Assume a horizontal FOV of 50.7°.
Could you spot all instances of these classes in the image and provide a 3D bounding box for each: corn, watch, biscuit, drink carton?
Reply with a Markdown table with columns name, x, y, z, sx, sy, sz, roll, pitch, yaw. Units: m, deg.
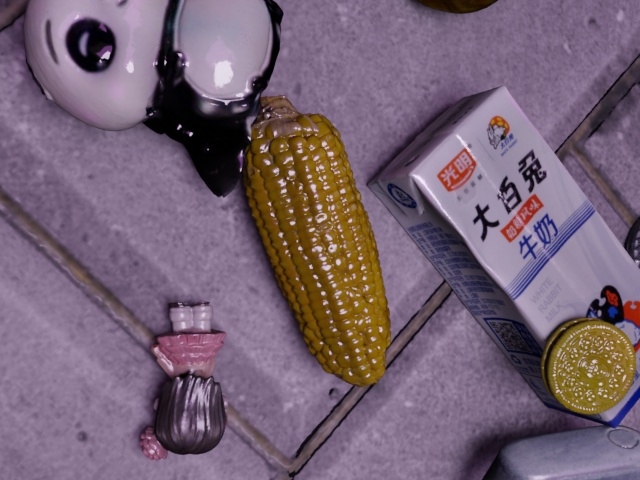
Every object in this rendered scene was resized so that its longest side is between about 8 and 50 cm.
| name | x | y | z | sx | sy | sz | roll | pitch | yaw |
| --- | --- | --- | --- | --- | --- | --- | --- | --- | --- |
| corn | 0.000 | 0.000 | 0.580 | 0.097 | 0.097 | 0.262 | -22 | 97 | -19 |
| watch | 0.231 | 0.271 | 0.646 | 0.206 | 0.068 | 0.193 | -8 | 114 | -12 |
| biscuit | 0.232 | 0.108 | 0.585 | 0.084 | 0.023 | 0.084 | -1 | 97 | -12 |
| drink carton | 0.198 | 0.018 | 0.643 | 0.130 | 0.106 | 0.315 | -43 | 102 | -16 |

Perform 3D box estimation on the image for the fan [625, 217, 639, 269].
| name | x | y | z | sx | sy | sz | roll | pitch | yaw |
| --- | --- | --- | --- | --- | --- | --- | --- | --- | --- |
| fan | 0.427 | -0.028 | 0.748 | 0.130 | 0.074 | 0.244 | 29 | 74 | -6 |

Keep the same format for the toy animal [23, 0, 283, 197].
| name | x | y | z | sx | sy | sz | roll | pitch | yaw |
| --- | --- | --- | --- | --- | --- | --- | --- | --- | --- |
| toy animal | -0.131 | -0.138 | 0.512 | 0.179 | 0.138 | 0.166 | 17 | 67 | -23 |

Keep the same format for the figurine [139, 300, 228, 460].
| name | x | y | z | sx | sy | sz | roll | pitch | yaw |
| --- | --- | --- | --- | --- | --- | --- | --- | --- | --- |
| figurine | -0.113 | 0.115 | 0.559 | 0.072 | 0.054 | 0.129 | 0 | 87 | -16 |

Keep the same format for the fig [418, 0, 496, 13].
| name | x | y | z | sx | sy | sz | roll | pitch | yaw |
| --- | --- | --- | --- | --- | --- | --- | --- | --- | --- |
| fig | 0.150 | -0.284 | 0.616 | 0.165 | 0.144 | 0.154 | -10 | 127 | -40 |
